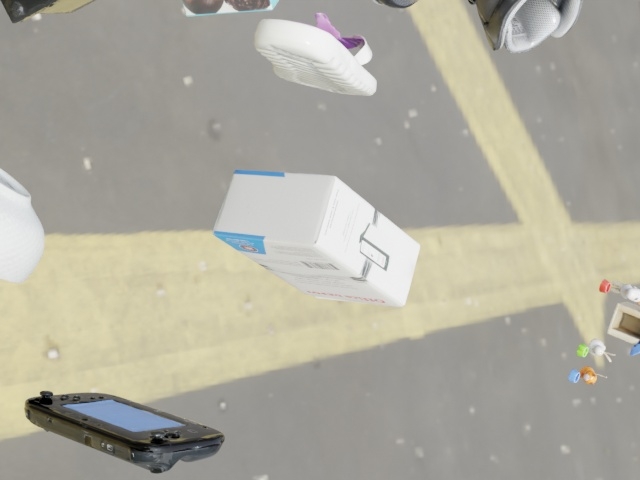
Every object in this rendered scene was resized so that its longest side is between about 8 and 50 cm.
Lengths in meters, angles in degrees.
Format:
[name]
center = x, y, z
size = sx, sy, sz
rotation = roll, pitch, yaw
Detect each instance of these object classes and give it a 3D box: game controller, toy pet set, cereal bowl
[game controller]
center = -0.293, 0.272, 1.647
size = 0.166, 0.319, 0.067
rotation = -10, 105, -48
[toy pet set]
center = 0.346, 0.109, 1.249
size = 0.114, 0.065, 0.122
rotation = -1, 111, -54
[cereal bowl]
center = -0.656, -0.075, 2.101
size = 0.141, 0.339, 0.339
rotation = -53, 142, 2

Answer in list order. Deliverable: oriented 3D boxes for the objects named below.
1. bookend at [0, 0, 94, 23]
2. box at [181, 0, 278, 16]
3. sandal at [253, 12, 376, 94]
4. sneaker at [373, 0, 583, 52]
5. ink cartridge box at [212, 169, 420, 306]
[bookend]
center = -0.135, -0.219, 0.776
size = 0.072, 0.156, 0.157
rotation = 64, 13, -7
[box]
center = -0.111, -0.343, 1.079
size = 0.060, 0.101, 0.244
rotation = -66, 149, -49
[sandal]
center = 0.008, -0.290, 1.678
size = 0.416, 0.169, 0.102
rotation = -6, 112, -85
[sneaker]
center = 0.129, -0.222, 0.956
size = 0.101, 0.268, 0.153
rotation = -17, 85, -27
[ink cartridge box]
center = 0.000, 0.000, 1.280
size = 0.203, 0.148, 0.085
rotation = 35, 66, -51
